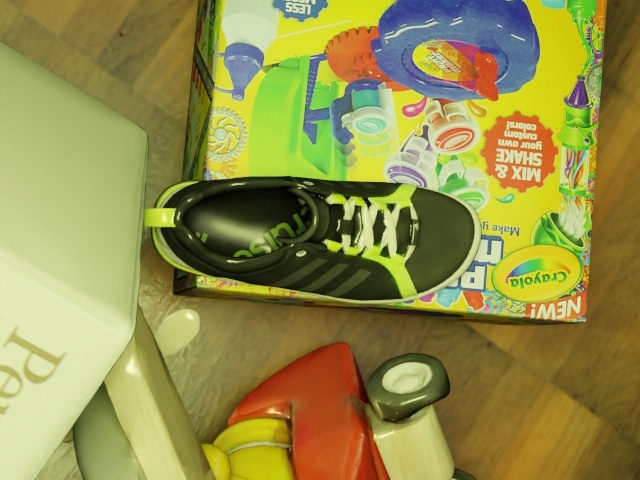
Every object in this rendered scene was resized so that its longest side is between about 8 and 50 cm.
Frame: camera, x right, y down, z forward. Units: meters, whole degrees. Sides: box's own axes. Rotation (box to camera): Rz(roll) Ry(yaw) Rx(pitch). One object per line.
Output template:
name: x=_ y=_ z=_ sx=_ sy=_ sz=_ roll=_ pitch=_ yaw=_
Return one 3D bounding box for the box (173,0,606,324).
box: x=0.048 y=-0.083 z=1.043 sx=0.290 sy=0.177 sz=0.279 roll=5 pitch=85 yaw=-12

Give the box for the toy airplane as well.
toy airplane: x=-0.058 y=0.247 z=0.909 sx=0.272 sy=0.384 sz=0.386 roll=-5 pitch=79 yaw=21

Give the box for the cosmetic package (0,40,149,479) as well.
cosmetic package: x=-0.346 y=0.013 z=0.757 sx=0.393 sy=0.327 sz=0.329 roll=31 pitch=105 yaw=-17

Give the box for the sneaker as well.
sneaker: x=0.000 y=0.000 z=0.886 sx=0.234 sy=0.097 sz=0.084 roll=0 pitch=87 yaw=-12
